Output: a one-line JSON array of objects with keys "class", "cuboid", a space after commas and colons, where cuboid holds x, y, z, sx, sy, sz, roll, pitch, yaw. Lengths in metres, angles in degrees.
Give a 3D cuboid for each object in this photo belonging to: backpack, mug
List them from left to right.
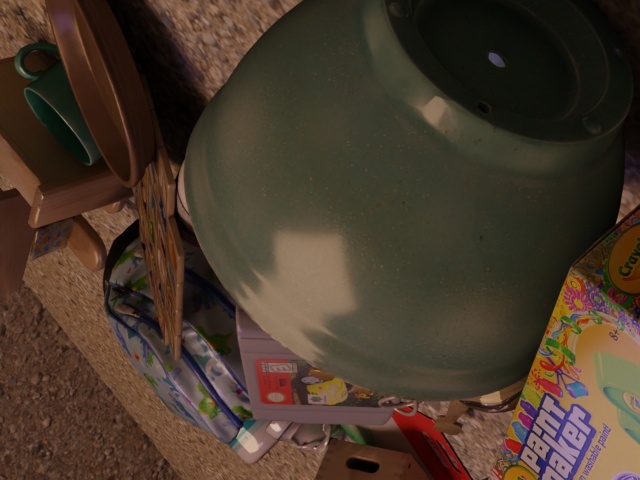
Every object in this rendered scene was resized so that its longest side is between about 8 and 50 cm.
[{"class": "mug", "cuboid": [-0.308, -0.185, 1.941, 0.129, 0.097, 0.158, 34, 159, 39]}, {"class": "backpack", "cuboid": [-0.156, 0.136, 2.120, 0.355, 0.273, 0.290, 4, 131, 47]}]

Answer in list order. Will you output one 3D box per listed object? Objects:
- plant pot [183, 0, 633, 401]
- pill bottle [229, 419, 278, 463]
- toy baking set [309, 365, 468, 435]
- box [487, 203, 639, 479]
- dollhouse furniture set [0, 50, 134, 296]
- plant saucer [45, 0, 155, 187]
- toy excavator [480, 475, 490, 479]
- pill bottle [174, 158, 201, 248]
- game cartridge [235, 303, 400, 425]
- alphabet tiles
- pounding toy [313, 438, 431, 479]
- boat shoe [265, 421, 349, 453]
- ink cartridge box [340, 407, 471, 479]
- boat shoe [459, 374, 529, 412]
[{"class": "plant pot", "cuboid": [0.081, -0.071, 0.984, 0.293, 0.293, 0.196, 44, 136, 10]}, {"class": "pill bottle", "cuboid": [-0.152, 0.220, 2.424, 0.264, 0.146, 0.146, 45, 164, 5]}, {"class": "toy baking set", "cuboid": [0.095, 0.157, 1.730, 0.256, 0.030, 0.196, 29, 155, -24]}, {"class": "box", "cuboid": [0.285, 0.136, 0.967, 0.279, 0.177, 0.290, 40, 149, 22]}, {"class": "dollhouse furniture set", "cuboid": [-0.429, -0.029, 2.161, 0.256, 0.362, 0.394, 47, 135, 25]}, {"class": "plant saucer", "cuboid": [-0.255, -0.196, 1.748, 0.278, 0.041, 0.278, 58, 162, 30]}, {"class": "toy excavator", "cuboid": [0.290, 0.450, 1.831, 0.433, 0.222, 0.445, 48, 178, -6]}, {"class": "pill bottle", "cuboid": [-0.115, -0.057, 1.738, 0.108, 0.108, 0.193, 47, 164, 0]}, {"class": "game cartridge", "cuboid": [0.005, 0.152, 1.836, 0.294, 0.196, 0.060, 85, -176, -61]}, {"class": "alphabet tiles", "cuboid": [-0.204, -0.030, 1.869, 0.342, 0.011, 0.285, 99, 158, -54]}, {"class": "pounding toy", "cuboid": [0.118, 0.366, 2.085, 0.181, 0.094, 0.206, 6, 149, 33]}, {"class": "boat shoe", "cuboid": [-0.004, 0.264, 2.187, 0.084, 0.095, 0.258, 41, -170, 13]}, {"class": "ink cartridge box", "cuboid": [0.110, 0.285, 2.089, 0.224, 0.056, 0.181, 26, 155, 54]}, {"class": "boat shoe", "cuboid": [0.100, 0.069, 1.511, 0.324, 0.122, 0.120, 12, 137, 50]}]
